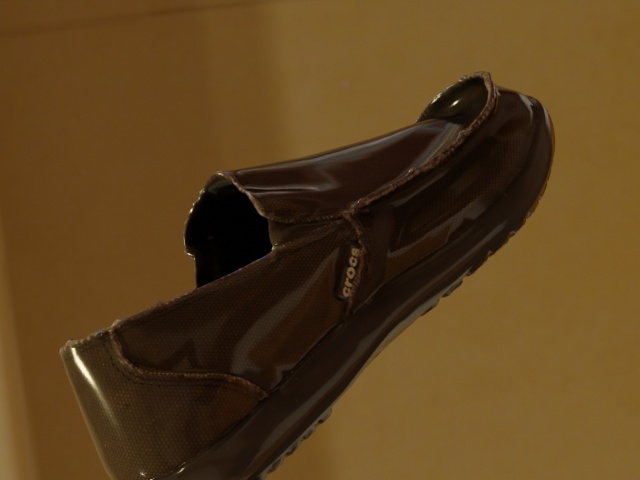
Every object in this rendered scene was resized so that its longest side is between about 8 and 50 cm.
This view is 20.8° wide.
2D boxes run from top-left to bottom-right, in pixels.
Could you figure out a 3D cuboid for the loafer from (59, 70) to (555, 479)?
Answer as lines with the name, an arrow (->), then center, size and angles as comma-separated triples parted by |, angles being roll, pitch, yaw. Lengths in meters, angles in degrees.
loafer -> 0.000, 0.000, 0.952 | 0.130, 0.366, 0.134 | 51, 142, -6
